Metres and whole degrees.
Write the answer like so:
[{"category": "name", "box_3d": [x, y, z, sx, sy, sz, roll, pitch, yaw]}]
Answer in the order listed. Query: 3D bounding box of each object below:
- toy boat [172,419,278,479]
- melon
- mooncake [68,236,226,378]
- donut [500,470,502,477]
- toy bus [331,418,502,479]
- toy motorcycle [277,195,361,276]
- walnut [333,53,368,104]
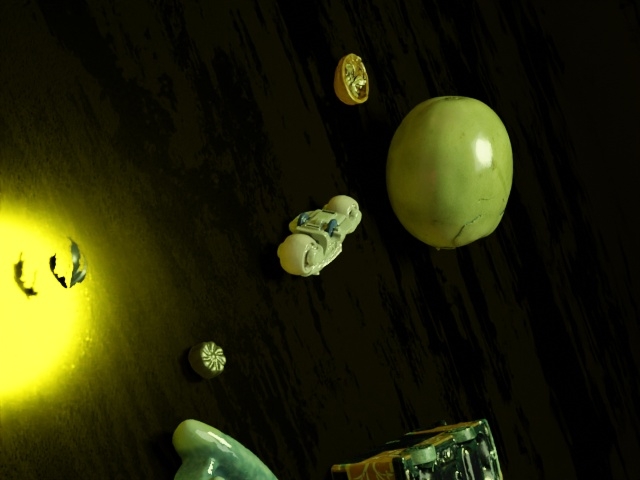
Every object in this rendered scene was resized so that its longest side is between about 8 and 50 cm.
[{"category": "toy boat", "box_3d": [-0.114, 0.411, 1.521, 0.330, 0.123, 0.215, 56, 35, -25]}, {"category": "melon", "box_3d": [0.268, -0.137, 2.218, 0.268, 0.268, 0.330, -29, 123, -58]}, {"category": "mooncake", "box_3d": [-0.255, 0.106, 1.502, 0.346, 0.057, 0.150, 28, 42, -58]}, {"category": "donut", "box_3d": [0.360, 0.510, 2.300, 0.108, 0.043, 0.097, 52, 38, -26]}, {"category": "toy bus", "box_3d": [0.182, 0.435, 1.907, 0.323, 0.194, 0.162, -7, 83, -55]}, {"category": "toy motorcycle", "box_3d": [0.000, 0.000, 1.913, 0.254, 0.112, 0.113, -42, 113, -55]}, {"category": "walnut", "box_3d": [0.055, -0.327, 2.162, 0.091, 0.052, 0.121, 45, 40, -37]}]
